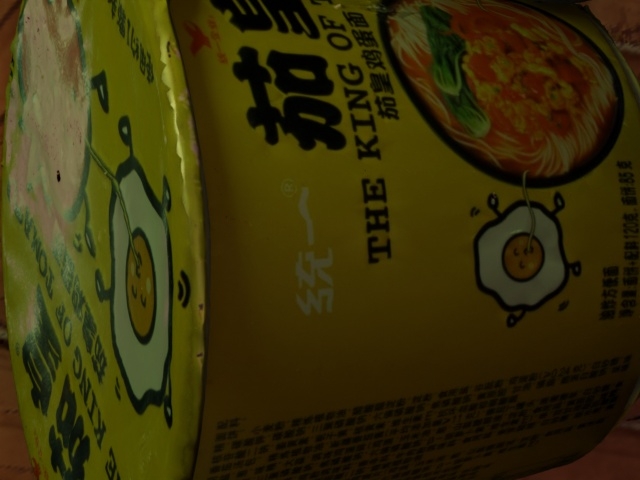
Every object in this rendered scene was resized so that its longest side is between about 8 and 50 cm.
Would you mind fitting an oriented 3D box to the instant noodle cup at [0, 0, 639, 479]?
[{"bbox_3d":[0.000,0.000,0.832,0.254,0.325,0.326,-2,103,-23],"label":"instant noodle cup"}]

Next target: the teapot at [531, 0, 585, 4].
[{"bbox_3d":[0.148,-0.290,0.748,0.239,0.239,0.322,4,75,-37],"label":"teapot"}]
